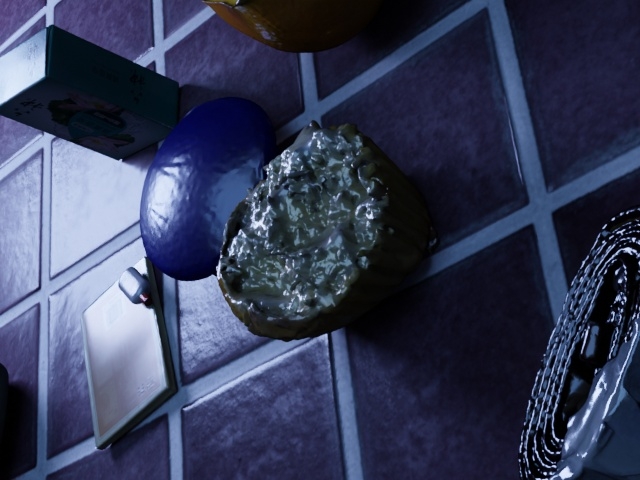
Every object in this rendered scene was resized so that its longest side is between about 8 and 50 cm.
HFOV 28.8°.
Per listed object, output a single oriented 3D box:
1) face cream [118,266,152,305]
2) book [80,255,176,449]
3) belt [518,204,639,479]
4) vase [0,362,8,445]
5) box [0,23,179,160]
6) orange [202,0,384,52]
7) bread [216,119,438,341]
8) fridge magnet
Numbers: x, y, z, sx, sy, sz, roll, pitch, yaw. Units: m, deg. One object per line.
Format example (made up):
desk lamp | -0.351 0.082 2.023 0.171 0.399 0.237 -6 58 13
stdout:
face cream | -0.266 0.071 1.808 0.040 0.021 0.083 -58 40 7
book | -0.285 0.161 1.814 0.170 0.018 0.241 -40 46 27
belt | 0.297 0.121 1.109 0.184 0.164 0.289 -163 94 -76
vase | -0.565 0.352 1.929 0.173 0.173 0.321 -28 60 36
box | -0.355 -0.218 1.894 0.153 0.245 0.092 -20 61 41
orange | -0.026 -0.366 1.613 0.310 0.274 0.274 97 -176 -76
bread | 0.000 0.000 1.488 0.274 0.149 0.274 -28 47 35
fridge magnet | -0.148 -0.070 1.704 0.265 0.113 0.265 -22 58 40
